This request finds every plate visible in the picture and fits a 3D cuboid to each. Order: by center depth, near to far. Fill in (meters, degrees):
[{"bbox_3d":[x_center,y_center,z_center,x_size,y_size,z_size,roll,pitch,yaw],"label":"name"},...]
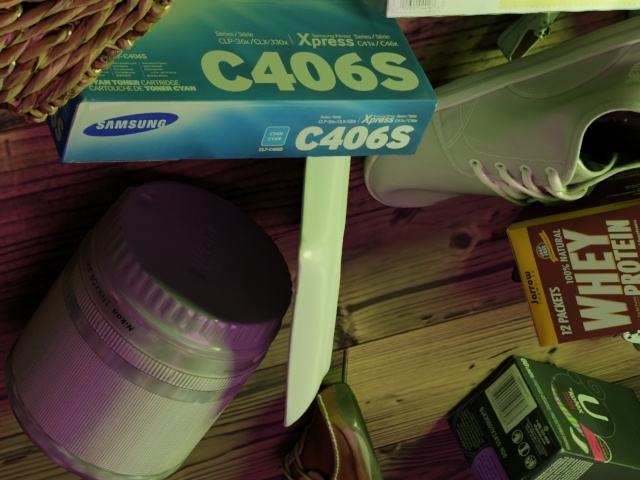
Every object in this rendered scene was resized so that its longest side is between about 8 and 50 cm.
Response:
[{"bbox_3d":[0.000,0.000,1.734,0.045,0.278,0.277,5,139,1],"label":"plate"}]

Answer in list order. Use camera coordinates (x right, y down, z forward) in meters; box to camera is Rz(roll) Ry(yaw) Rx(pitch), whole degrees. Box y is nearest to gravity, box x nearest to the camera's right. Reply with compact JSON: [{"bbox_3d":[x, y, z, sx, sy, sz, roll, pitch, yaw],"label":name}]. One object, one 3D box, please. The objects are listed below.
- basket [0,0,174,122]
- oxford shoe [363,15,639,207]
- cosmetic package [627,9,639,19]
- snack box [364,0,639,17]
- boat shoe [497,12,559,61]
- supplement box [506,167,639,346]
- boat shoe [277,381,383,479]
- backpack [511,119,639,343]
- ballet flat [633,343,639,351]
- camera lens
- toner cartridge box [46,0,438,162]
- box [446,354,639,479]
[{"bbox_3d":[-0.242,-0.272,1.231,0.213,0.299,0.223,-36,143,29],"label":"basket"},{"bbox_3d":[0.212,-0.096,1.745,0.169,0.130,0.449,17,154,-42],"label":"oxford shoe"},{"bbox_3d":[0.438,-0.247,1.781,0.224,0.138,0.225,-23,142,-1],"label":"cosmetic package"},{"bbox_3d":[0.202,-0.298,1.547,0.322,0.060,0.187,-4,116,-21],"label":"snack box"},{"bbox_3d":[0.222,-0.220,1.782,0.035,0.035,0.100,21,124,-44],"label":"boat shoe"},{"bbox_3d":[0.317,0.002,1.790,0.191,0.194,0.129,-11,104,24],"label":"supplement box"},{"bbox_3d":[0.011,0.305,2.240,0.120,0.122,0.324,-15,142,-7],"label":"boat shoe"},{"bbox_3d":[0.407,-0.008,2.015,0.263,0.213,0.276,-1,136,-43],"label":"backpack"},{"bbox_3d":[0.511,0.023,2.204,0.316,0.107,0.106,-35,122,5],"label":"ballet flat"},{"bbox_3d":[-0.180,0.102,1.800,0.219,0.219,0.274,10,132,-37],"label":"camera lens"},{"bbox_3d":[-0.082,-0.155,1.588,0.348,0.165,0.075,-3,137,-27],"label":"toner cartridge box"},{"bbox_3d":[0.329,0.278,2.341,0.270,0.165,0.143,18,127,-42],"label":"box"}]
